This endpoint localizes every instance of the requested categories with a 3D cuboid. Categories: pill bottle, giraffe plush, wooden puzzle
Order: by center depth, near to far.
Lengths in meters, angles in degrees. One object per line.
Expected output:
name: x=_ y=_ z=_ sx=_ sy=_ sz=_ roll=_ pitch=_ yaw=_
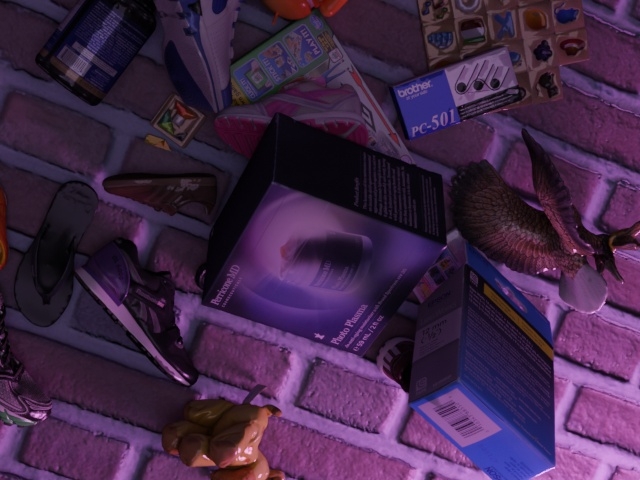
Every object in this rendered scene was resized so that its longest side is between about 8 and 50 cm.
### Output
pill bottle: x=-0.336 y=-0.331 z=1.768 sx=0.123 sy=0.123 sz=0.219 roll=38 pitch=93 yaw=-14
wooden puzzle: x=-0.236 y=-0.198 z=1.868 sx=0.078 sy=0.014 sz=0.116 roll=29 pitch=96 yaw=-14
giraffe plush: x=-0.152 y=0.371 z=1.943 sx=0.210 sy=0.181 sz=0.170 roll=-27 pitch=119 yaw=-38

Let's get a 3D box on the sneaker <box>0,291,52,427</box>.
sneaker: x=-0.554 y=0.163 z=1.832 sx=0.146 sy=0.134 sz=0.343 roll=-39 pitch=104 yaw=0

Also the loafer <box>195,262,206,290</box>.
loafer: x=-0.104 y=0.090 z=1.915 sx=0.223 sy=0.078 sz=0.076 roll=18 pitch=99 yaw=-12

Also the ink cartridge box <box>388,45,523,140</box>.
ink cartridge box: x=0.228 y=-0.249 z=1.902 sx=0.207 sy=0.046 sz=0.097 roll=-20 pitch=103 yaw=-4

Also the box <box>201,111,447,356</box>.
box: x=0.000 y=0.000 z=1.790 sx=0.294 sy=0.182 sz=0.296 roll=20 pitch=131 yaw=-15

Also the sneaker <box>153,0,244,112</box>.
sneaker: x=-0.160 y=-0.365 z=1.734 sx=0.182 sy=0.127 sz=0.315 roll=-33 pitch=125 yaw=-29

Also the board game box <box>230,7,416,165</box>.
board game box: x=-0.011 y=-0.198 z=1.888 sx=0.213 sy=0.046 sz=0.317 roll=-35 pitch=105 yaw=-1

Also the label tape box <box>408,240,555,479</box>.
label tape box: x=0.277 y=0.202 z=1.892 sx=0.115 sy=0.347 sz=0.249 roll=-34 pitch=116 yaw=29

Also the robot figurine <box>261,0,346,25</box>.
robot figurine: x=-0.021 y=-0.442 z=1.795 sx=0.219 sy=0.128 sz=0.158 roll=-41 pitch=113 yaw=0

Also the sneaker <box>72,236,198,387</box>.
sneaker: x=-0.274 y=0.120 z=1.885 sx=0.124 sy=0.107 sz=0.283 roll=-43 pitch=111 yaw=-12

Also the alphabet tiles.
alphabet tiles: x=0.308 y=-0.393 z=1.915 sx=0.285 sy=0.011 sz=0.342 roll=-13 pitch=103 yaw=-6

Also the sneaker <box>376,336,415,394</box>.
sneaker: x=0.233 y=0.273 z=1.962 sx=0.281 sy=0.162 sz=0.106 roll=24 pitch=97 yaw=-12

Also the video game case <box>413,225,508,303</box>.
video game case: x=0.235 y=0.068 z=1.995 sx=0.143 sy=0.019 sz=0.157 roll=-34 pitch=105 yaw=-1

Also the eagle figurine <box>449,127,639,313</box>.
eagle figurine: x=0.388 y=-0.038 z=1.913 sx=0.298 sy=0.225 sz=0.226 roll=24 pitch=105 yaw=-26

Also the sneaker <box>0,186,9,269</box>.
sneaker: x=-0.538 y=-0.033 z=1.828 sx=0.064 sy=0.067 sz=0.175 roll=-12 pitch=102 yaw=-5

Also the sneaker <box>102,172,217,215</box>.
sneaker: x=-0.265 y=-0.073 z=1.862 sx=0.188 sy=0.066 sz=0.071 roll=-1 pitch=103 yaw=-8

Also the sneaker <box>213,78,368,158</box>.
sneaker: x=-0.045 y=-0.198 z=1.815 sx=0.252 sy=0.111 sz=0.103 roll=1 pitch=143 yaw=7

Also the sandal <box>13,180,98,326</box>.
sandal: x=-0.442 y=0.023 z=1.860 sx=0.097 sy=0.054 sz=0.254 roll=17 pitch=99 yaw=-12
